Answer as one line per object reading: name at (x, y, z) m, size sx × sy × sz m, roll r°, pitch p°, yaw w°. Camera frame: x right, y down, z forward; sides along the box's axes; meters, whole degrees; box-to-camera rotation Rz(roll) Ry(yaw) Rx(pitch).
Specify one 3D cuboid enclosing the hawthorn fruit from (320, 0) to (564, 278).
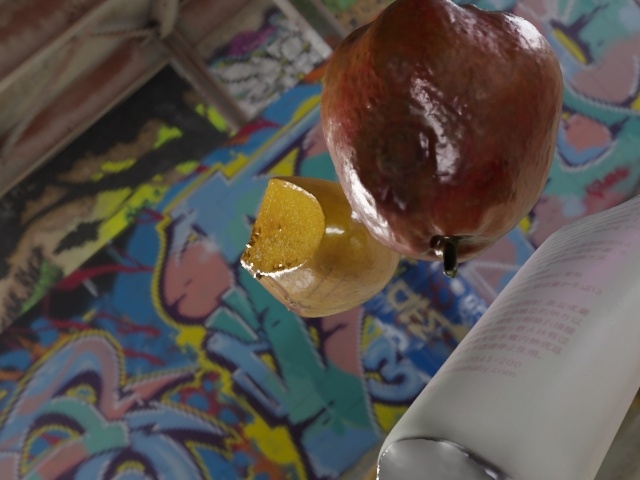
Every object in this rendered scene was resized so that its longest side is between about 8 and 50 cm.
hawthorn fruit at (0.104, -0.085, 0.977) m, size 0.224 × 0.224 × 0.261 m, roll 142°, pitch 135°, yaw -64°

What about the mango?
mango at (0.000, 0.000, 1.461) m, size 0.199 × 0.201 × 0.350 m, roll -20°, pitch -2°, yaw -17°

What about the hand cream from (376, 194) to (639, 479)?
hand cream at (0.168, 0.066, 0.759) m, size 0.185 × 0.118 × 0.358 m, roll -28°, pitch 14°, yaw 50°
